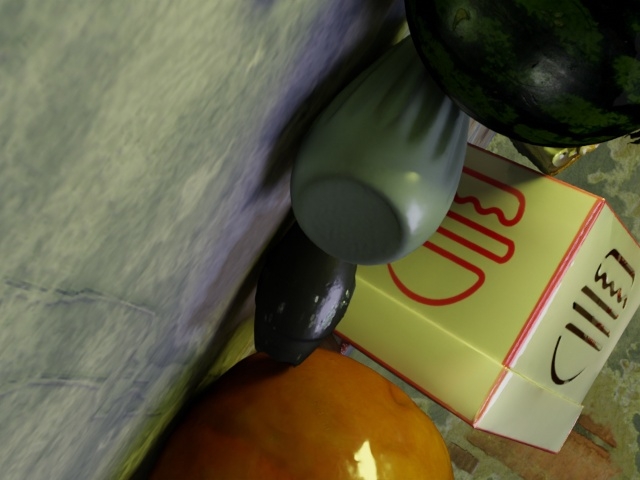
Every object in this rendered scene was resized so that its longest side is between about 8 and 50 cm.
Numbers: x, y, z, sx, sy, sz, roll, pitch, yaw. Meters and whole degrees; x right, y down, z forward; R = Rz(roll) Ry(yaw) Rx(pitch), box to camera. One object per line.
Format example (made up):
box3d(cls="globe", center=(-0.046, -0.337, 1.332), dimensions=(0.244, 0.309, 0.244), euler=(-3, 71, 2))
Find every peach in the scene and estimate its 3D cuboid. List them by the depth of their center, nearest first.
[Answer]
box3d(cls="peach", center=(-0.034, 0.282, 0.877), dimensions=(0.343, 0.301, 0.343), euler=(-36, 138, -40))

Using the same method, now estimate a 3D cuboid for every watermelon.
box3d(cls="watermelon", center=(0.192, -0.201, 0.596), dimensions=(0.269, 0.269, 0.269), euler=(-55, 170, -14))

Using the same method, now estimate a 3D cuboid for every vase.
box3d(cls="vase", center=(0.066, -0.094, 0.693), dimensions=(0.248, 0.128, 0.128), euler=(-61, 176, -41))

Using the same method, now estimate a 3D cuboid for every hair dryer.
box3d(cls="hair dryer", center=(0.000, 0.000, 0.887), dimensions=(0.272, 0.091, 0.236), euler=(-105, -143, -86))

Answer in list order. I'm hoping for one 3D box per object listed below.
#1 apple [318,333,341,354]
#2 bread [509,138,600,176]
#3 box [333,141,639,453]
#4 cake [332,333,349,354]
box3d(cls="apple", center=(-0.032, 0.168, 1.101), dimensions=(0.126, 0.102, 0.126), euler=(-60, 171, -16))
box3d(cls="bread", center=(0.284, -0.238, 0.947), dimensions=(0.279, 0.225, 0.250), euler=(-51, 171, 13))
box3d(cls="box", center=(0.215, 0.065, 1.102), dimensions=(0.314, 0.312, 0.300), euler=(30, 90, -52))
box3d(cls="cake", center=(0.060, 0.073, 1.303), dimensions=(0.220, 0.086, 0.117), euler=(-60, 168, 14))
